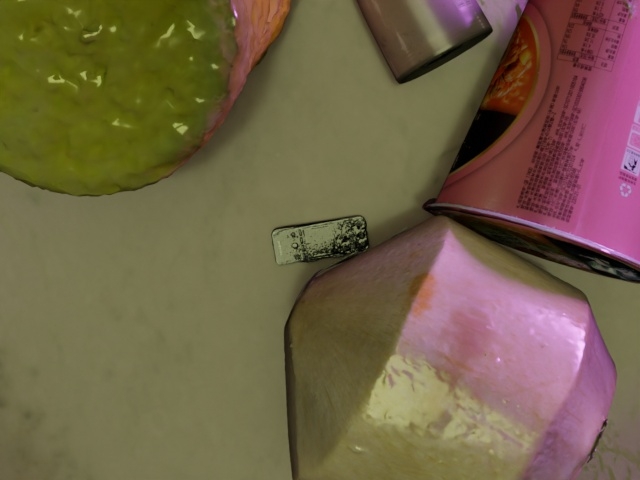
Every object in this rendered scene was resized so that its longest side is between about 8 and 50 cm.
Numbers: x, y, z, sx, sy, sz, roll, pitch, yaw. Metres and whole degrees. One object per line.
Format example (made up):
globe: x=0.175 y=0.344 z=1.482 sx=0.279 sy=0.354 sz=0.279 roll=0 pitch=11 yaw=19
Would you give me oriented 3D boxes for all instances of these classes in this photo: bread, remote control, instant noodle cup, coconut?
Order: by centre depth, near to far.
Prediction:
bread: x=-0.194 y=-0.218 z=1.561 sx=0.348 sy=0.308 sz=0.348 roll=1 pitch=123 yaw=2
coconut: x=0.101 y=0.138 z=1.622 sx=0.323 sy=0.323 sz=0.323 roll=0 pitch=94 yaw=0
instant noodle cup: x=0.247 y=-0.108 z=1.649 sx=0.244 sy=0.244 sz=0.255 roll=17 pitch=85 yaw=-1
remote control: x=0.000 y=0.000 z=1.746 sx=0.096 sy=0.014 sz=0.039 roll=-9 pitch=94 yaw=0

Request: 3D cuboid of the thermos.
thermos: x=0.088 y=-0.266 z=1.694 sx=0.137 sy=0.105 sz=0.193 roll=-27 pitch=86 yaw=-24
